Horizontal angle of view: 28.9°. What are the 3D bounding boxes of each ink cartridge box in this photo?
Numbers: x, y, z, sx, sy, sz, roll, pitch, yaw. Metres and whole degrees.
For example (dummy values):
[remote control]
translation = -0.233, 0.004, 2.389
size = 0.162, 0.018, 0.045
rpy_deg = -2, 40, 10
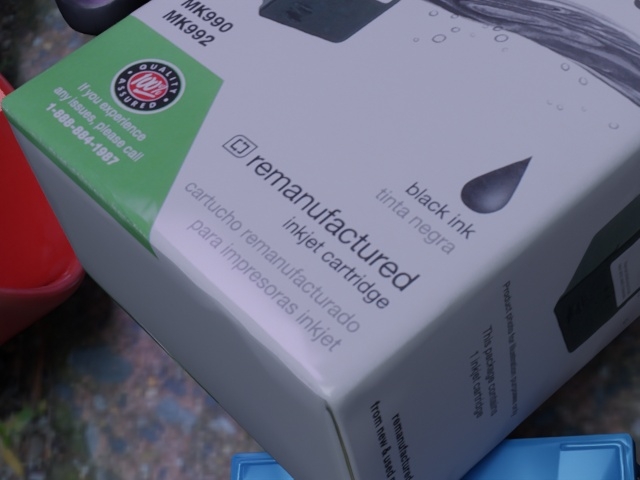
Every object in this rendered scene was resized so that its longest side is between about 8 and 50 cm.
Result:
[ink cartridge box]
translation = 0.051, -0.053, 0.524
size = 0.289, 0.122, 0.211
rpy_deg = -39, 54, -19

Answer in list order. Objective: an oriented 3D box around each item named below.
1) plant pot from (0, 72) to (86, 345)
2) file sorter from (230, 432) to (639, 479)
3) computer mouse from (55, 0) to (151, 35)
[plant pot]
translation = -0.303, 0.003, 0.663
size = 0.243, 0.275, 0.275
rpy_deg = -42, 62, 15
[file sorter]
translation = 0.059, 0.153, 0.529
size = 0.170, 0.104, 0.118
rpy_deg = -7, 71, 22
[computer mouse]
translation = -0.119, -0.228, 0.775
size = 0.071, 0.041, 0.242
rpy_deg = 1, 67, 15
